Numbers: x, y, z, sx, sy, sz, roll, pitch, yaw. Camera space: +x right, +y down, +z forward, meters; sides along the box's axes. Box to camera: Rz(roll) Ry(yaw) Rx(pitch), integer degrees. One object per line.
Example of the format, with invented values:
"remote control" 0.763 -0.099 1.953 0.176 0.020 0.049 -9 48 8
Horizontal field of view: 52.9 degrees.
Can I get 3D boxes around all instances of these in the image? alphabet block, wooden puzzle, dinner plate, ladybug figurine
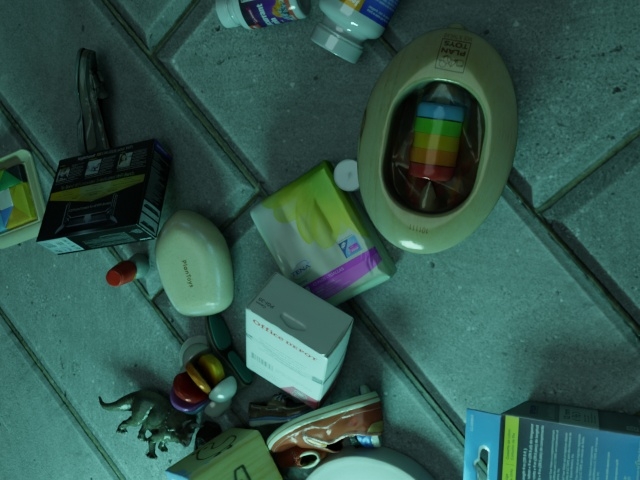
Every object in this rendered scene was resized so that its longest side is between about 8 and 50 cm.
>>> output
"alphabet block" -0.220 0.583 1.533 0.192 0.197 0.194 -21 95 57
"wooden puzzle" -0.867 -0.113 1.796 0.220 0.044 0.239 -17 92 22
"dinner plate" -0.308 0.315 1.663 0.141 0.017 0.141 3 98 22
"ladybug figurine" 0.236 -0.200 1.293 0.305 0.162 0.450 15 102 14

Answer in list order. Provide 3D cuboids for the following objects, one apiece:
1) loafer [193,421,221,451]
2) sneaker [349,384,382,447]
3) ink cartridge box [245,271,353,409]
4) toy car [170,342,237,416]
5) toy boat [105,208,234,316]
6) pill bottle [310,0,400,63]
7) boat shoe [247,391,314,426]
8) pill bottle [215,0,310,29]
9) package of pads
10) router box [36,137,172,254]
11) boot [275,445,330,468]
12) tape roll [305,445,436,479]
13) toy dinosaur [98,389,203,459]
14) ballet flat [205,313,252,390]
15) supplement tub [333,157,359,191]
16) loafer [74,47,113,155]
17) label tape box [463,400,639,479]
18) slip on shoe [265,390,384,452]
"loafer" -0.305 0.585 1.669 0.080 0.078 0.220 2 98 21
"sneaker" 0.087 0.415 1.504 0.084 0.058 0.152 -11 101 14
"ink cartridge box" -0.052 0.228 1.418 0.207 0.117 0.283 30 146 15
"toy car" -0.298 0.354 1.557 0.159 0.136 0.182 45 140 20
"toy boat" -0.364 0.058 1.591 0.318 0.148 0.268 -6 101 14
"pill bottle" 0.089 -0.510 1.312 0.152 0.152 0.272 34 107 13
"boat shoe" -0.101 0.408 1.571 0.183 0.066 0.066 -16 84 18
"pill bottle" -0.128 -0.526 1.416 0.193 0.108 0.108 -4 97 22
"package of pads" 0.000 0.000 1.452 0.229 0.101 0.297 -30 87 21
"router box" -0.530 -0.105 1.586 0.308 0.081 0.243 -8 61 22
"boot" -0.054 0.524 1.562 0.157 0.084 0.059 -24 91 24
"tape roll" 0.126 0.681 1.524 0.391 0.072 0.392 3 98 20
"toy dinosaur" -0.441 0.468 1.702 0.313 0.121 0.160 28 92 24
"ballet flat" -0.246 0.281 1.605 0.068 0.072 0.213 -31 87 26
"supplement tub" 0.077 -0.143 1.396 0.071 0.107 0.071 3 100 20
"loafer" -0.567 -0.348 1.633 0.084 0.096 0.268 5 108 0
"label tape box" 0.480 0.473 1.336 0.347 0.115 0.249 4 99 23
"slip on shoe" 0.005 0.438 1.466 0.331 0.123 0.101 -28 72 29
